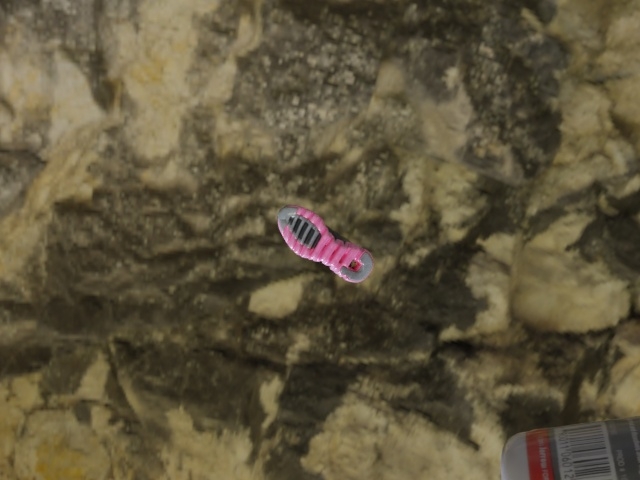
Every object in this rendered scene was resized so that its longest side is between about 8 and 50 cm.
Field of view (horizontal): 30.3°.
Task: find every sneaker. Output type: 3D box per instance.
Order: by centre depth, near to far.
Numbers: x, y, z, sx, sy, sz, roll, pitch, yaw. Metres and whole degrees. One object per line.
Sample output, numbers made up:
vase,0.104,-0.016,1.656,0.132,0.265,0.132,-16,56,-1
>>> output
sneaker,0.000,0.000,1.254,0.119,0.047,0.057,37,-174,-20

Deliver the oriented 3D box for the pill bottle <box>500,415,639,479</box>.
pill bottle,0.340,0.236,0.947,0.362,0.210,0.210,-9,-131,11
